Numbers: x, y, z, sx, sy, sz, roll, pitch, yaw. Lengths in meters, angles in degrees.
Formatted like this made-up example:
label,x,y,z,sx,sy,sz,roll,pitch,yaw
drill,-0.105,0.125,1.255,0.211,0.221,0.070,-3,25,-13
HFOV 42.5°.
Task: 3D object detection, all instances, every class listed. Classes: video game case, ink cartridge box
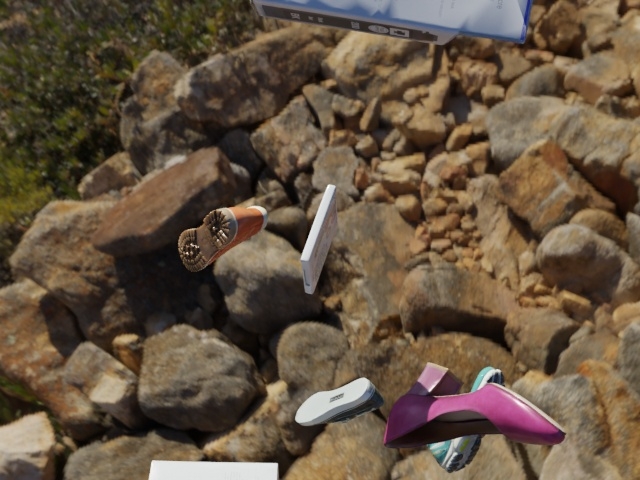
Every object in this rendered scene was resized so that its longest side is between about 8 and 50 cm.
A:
label,x,y,z,sx,sy,sz,roll,pitch,yaw
video game case,0.000,0.000,1.489,0.019,0.143,0.157,15,65,10
ink cartridge box,0.067,-0.259,0.621,0.208,0.045,0.206,11,91,7

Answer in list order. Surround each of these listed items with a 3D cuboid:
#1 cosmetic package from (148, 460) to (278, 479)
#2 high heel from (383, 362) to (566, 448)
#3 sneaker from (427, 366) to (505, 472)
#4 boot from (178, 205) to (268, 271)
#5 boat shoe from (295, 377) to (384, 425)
label,x,y,z,sx,sy,sz,roll,pitch,yaw
cosmetic package,-0.187,0.502,1.459,0.224,0.224,0.138,1,48,-2
high heel,0.260,0.339,1.441,0.127,0.377,0.181,39,77,-21
sneaker,0.304,0.378,1.777,0.110,0.107,0.275,44,123,36
boot,-0.136,-0.004,1.143,0.084,0.158,0.059,-18,82,-42
boat shoe,0.040,0.365,1.775,0.219,0.070,0.078,-27,29,36
